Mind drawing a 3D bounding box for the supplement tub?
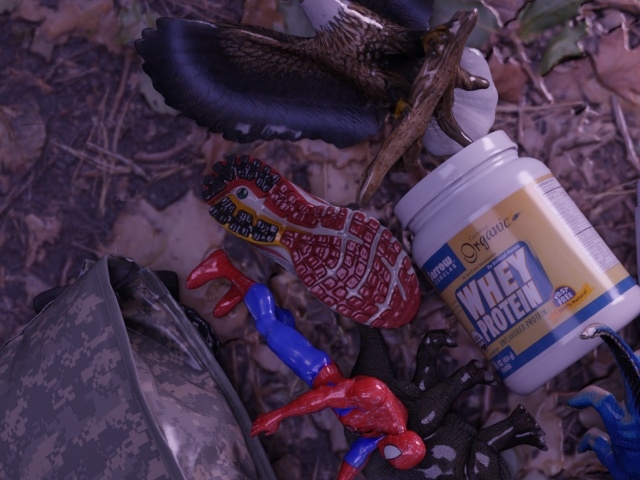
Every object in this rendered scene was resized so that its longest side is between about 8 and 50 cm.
[{"bbox_3d":[0.170,0.019,1.217,0.144,0.144,0.199,-37,80,4],"label":"supplement tub"}]

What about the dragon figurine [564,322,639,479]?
[{"bbox_3d":[0.282,0.173,1.159,0.085,0.289,0.144,-32,51,-15],"label":"dragon figurine"}]

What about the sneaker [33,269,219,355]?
[{"bbox_3d":[-0.185,0.080,1.316,0.170,0.051,0.089,-10,80,5],"label":"sneaker"}]

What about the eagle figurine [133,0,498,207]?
[{"bbox_3d":[0.007,-0.188,1.266,0.226,0.225,0.298,-30,41,-33],"label":"eagle figurine"}]

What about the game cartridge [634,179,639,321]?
[{"bbox_3d":[0.414,0.034,1.173,0.294,0.060,0.196,-3,83,33],"label":"game cartridge"}]

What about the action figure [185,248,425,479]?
[{"bbox_3d":[-0.031,0.136,1.210,0.280,0.091,0.139,34,81,37],"label":"action figure"}]

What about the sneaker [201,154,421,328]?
[{"bbox_3d":[0.000,0.000,1.271,0.225,0.093,0.088,37,89,15],"label":"sneaker"}]

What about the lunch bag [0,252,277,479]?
[{"bbox_3d":[-0.194,0.182,1.225,0.235,0.169,0.287,-40,61,20],"label":"lunch bag"}]

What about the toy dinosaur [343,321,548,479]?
[{"bbox_3d":[0.096,0.178,1.230,0.160,0.121,0.313,-42,83,-3],"label":"toy dinosaur"}]
